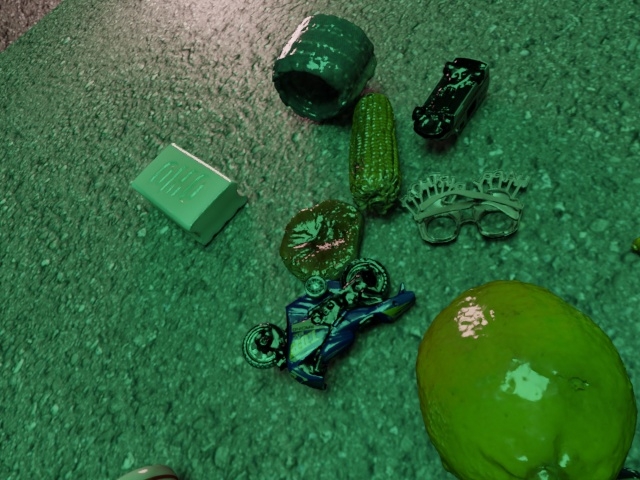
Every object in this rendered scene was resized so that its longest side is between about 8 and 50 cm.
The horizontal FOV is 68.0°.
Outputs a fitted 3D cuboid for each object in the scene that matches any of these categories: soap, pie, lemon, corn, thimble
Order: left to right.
[{"bbox_3d":[-0.324,-0.119,1.161,0.265,0.087,0.160,33,76,33],"label":"soap"},{"bbox_3d":[0.000,0.000,0.987,0.195,0.046,0.195,-11,57,17],"label":"pie"},{"bbox_3d":[0.006,-0.401,1.132,0.236,0.205,0.172,17,70,33],"label":"thimble"},{"bbox_3d":[0.113,-0.193,1.024,0.115,0.115,0.318,-9,52,16],"label":"corn"},{"bbox_3d":[0.257,0.197,0.618,0.268,0.268,0.322,-15,29,13],"label":"lemon"}]

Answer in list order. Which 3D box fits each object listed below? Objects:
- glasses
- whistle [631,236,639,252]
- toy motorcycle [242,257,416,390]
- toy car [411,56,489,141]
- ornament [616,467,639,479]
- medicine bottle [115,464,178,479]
[{"bbox_3d":[0.270,-0.087,0.907,0.255,0.095,0.162,-3,51,17],"label":"glasses"},{"bbox_3d":[0.571,-0.001,0.777,0.109,0.057,0.046,-33,9,10],"label":"whistle"},{"bbox_3d":[0.019,0.156,0.850,0.315,0.113,0.169,-32,64,-10],"label":"toy motorcycle"},{"bbox_3d":[0.281,-0.287,1.019,0.089,0.108,0.210,28,77,30],"label":"toy car"},{"bbox_3d":[0.381,0.321,0.625,0.203,0.088,0.081,5,42,37],"label":"ornament"},{"bbox_3d":[-0.254,0.491,0.733,0.131,0.131,0.250,-36,54,-2],"label":"medicine bottle"}]
